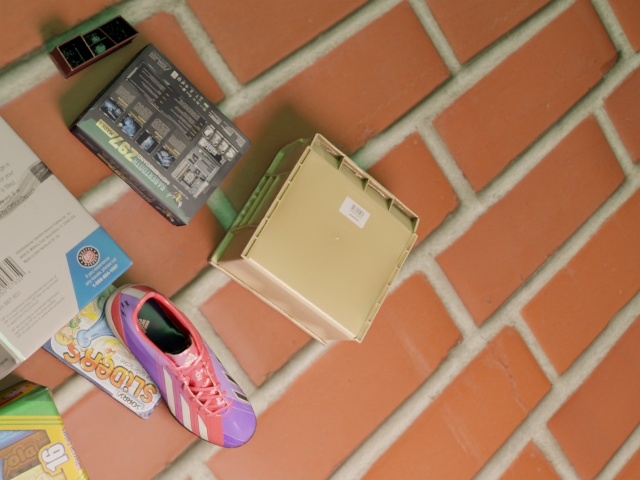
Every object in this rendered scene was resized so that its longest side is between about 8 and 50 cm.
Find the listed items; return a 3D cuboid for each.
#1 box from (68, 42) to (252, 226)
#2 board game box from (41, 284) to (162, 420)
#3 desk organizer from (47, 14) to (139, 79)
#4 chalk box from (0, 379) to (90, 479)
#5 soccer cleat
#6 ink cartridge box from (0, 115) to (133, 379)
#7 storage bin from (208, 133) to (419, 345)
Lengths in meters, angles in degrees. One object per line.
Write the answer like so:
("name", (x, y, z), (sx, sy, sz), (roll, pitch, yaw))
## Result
("box", (-0.249, -0.164, 1.361), (0.232, 0.059, 0.183), (43, 68, -20))
("board game box", (-0.309, 0.163, 1.315), (0.201, 0.035, 0.136), (41, 69, -21))
("desk organizer", (-0.348, -0.303, 1.322), (0.130, 0.050, 0.047), (-38, 104, -26))
("chalk box", (-0.476, 0.327, 1.129), (0.289, 0.180, 0.179), (-24, 98, -29))
("soccer cleat", (-0.197, 0.196, 1.288), (0.108, 0.116, 0.318), (-43, 107, -25))
("ink cartridge box", (-0.446, -0.002, 1.148), (0.307, 0.129, 0.223), (49, 48, -8))
("storage bin", (0.000, 0.000, 1.450), (0.262, 0.123, 0.260), (38, 69, -21))
